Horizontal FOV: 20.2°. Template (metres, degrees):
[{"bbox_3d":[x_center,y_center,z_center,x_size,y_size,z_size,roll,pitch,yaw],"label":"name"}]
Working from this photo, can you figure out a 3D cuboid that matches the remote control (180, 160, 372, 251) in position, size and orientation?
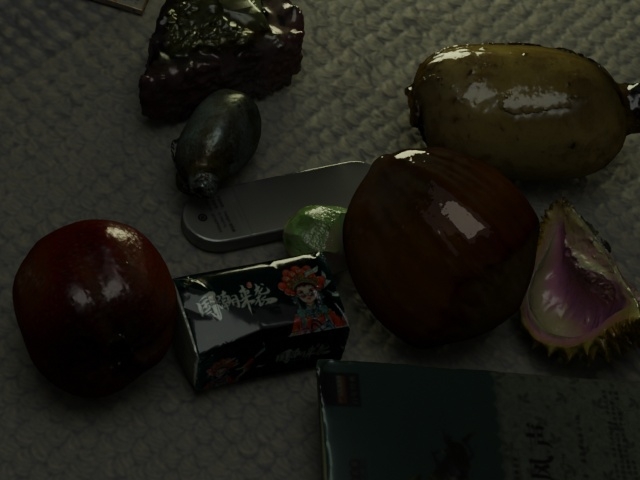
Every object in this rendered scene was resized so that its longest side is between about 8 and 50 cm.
[{"bbox_3d":[-0.036,-0.039,1.978,0.245,0.022,0.077,-13,54,-20],"label":"remote control"}]

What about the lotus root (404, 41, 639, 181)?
[{"bbox_3d":[0.238,-0.147,2.044,0.284,0.146,0.160,-1,73,-5],"label":"lotus root"}]

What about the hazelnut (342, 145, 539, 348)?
[{"bbox_3d":[0.132,0.001,1.869,0.210,0.210,0.186,-29,35,-29],"label":"hazelnut"}]

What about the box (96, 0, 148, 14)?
[{"bbox_3d":[-0.245,-0.298,2.138,0.083,0.012,0.046,17,52,1],"label":"box"}]

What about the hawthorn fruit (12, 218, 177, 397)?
[{"bbox_3d":[-0.230,0.057,1.777,0.169,0.169,0.188,-12,41,-20],"label":"hawthorn fruit"}]

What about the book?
[{"bbox_3d":[0.180,0.247,1.765,0.379,0.031,0.264,5,57,-15],"label":"book"}]

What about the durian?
[{"bbox_3d":[0.291,0.052,1.909,0.182,0.132,0.165,30,41,26],"label":"durian"}]

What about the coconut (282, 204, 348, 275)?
[{"bbox_3d":[0.000,0.000,1.920,0.082,0.081,0.083,26,79,-39],"label":"coconut"}]

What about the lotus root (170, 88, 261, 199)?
[{"bbox_3d":[-0.118,-0.106,1.969,0.088,0.088,0.165,22,49,5],"label":"lotus root"}]

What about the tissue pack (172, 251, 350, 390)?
[{"bbox_3d":[-0.066,0.082,1.833,0.170,0.090,0.103,-12,59,-19],"label":"tissue pack"}]

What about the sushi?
[{"bbox_3d":[-0.134,-0.239,2.061,0.241,0.107,0.161,-22,57,-25],"label":"sushi"}]
